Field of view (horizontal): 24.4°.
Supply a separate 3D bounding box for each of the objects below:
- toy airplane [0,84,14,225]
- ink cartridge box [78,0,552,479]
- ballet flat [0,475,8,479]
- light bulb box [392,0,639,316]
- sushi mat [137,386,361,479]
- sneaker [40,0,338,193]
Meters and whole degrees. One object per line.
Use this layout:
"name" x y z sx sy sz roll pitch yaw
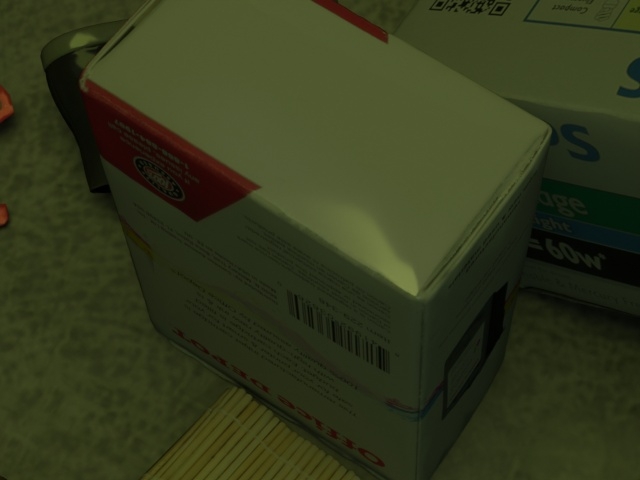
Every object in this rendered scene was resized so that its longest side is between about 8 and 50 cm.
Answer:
"toy airplane" -0.278 -0.050 1.072 0.151 0.028 0.151 -2 65 3
"ink cartridge box" 0.000 0.000 0.880 0.226 0.306 0.131 32 69 16
"ballet flat" -0.265 0.246 0.916 0.073 0.080 0.232 13 59 40
"light bulb box" 0.287 -0.136 0.903 0.358 0.225 0.361 16 63 43
"sushi mat" -0.092 0.225 0.881 0.151 0.019 0.316 33 51 15
"sneaker" -0.080 -0.108 1.075 0.222 0.083 0.118 -16 83 -13
